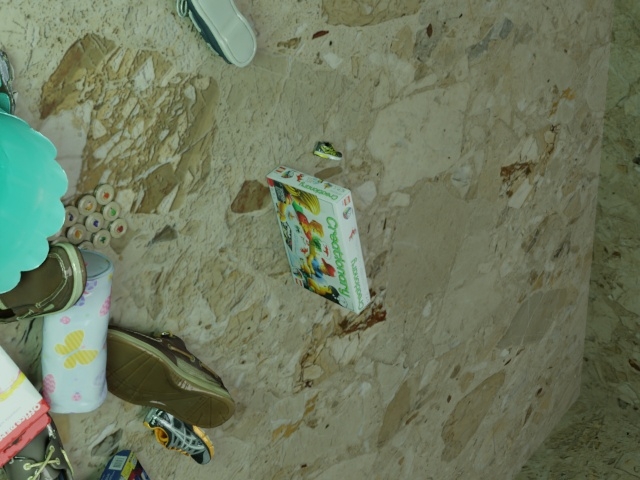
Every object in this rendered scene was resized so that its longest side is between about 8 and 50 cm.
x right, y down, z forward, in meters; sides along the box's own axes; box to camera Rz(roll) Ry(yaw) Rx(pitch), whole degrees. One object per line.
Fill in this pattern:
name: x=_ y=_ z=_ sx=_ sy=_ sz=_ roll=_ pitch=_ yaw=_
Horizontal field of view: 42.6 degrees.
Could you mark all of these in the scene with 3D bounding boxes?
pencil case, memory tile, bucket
pencil case: x=-0.404 y=0.150 z=1.355 sx=0.113 sy=0.124 sz=0.273 roll=2 pitch=115 yaw=-17
memory tile: x=-0.395 y=-0.021 z=1.381 sx=0.148 sy=0.012 sz=0.113 roll=-39 pitch=136 yaw=-32
bucket: x=-0.501 y=-0.066 z=1.080 sx=0.281 sy=0.183 sz=0.281 roll=-28 pitch=129 yaw=-41

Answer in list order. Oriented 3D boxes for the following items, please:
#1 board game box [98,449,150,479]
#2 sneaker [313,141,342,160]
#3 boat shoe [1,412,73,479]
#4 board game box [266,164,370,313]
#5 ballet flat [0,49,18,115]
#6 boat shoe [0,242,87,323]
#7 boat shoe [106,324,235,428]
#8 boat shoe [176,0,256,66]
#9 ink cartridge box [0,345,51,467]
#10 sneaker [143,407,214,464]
board game box: x=-0.394 y=0.543 z=1.600 sx=0.194 sy=0.060 sz=0.194 roll=-71 pitch=154 yaw=-46
sneaker: x=0.021 y=-0.196 z=1.791 sx=0.083 sy=0.031 sz=0.035 roll=1 pitch=107 yaw=-51
boat shoe: x=-0.480 y=0.394 z=1.401 sx=0.116 sy=0.096 sz=0.325 roll=-26 pitch=119 yaw=-42
board game box: x=0.000 y=0.000 z=1.734 sx=0.053 sy=0.193 sz=0.305 roll=-41 pitch=136 yaw=-31
ballet flat: x=-0.453 y=-0.219 z=1.181 sx=0.041 sy=0.041 sz=0.114 roll=-28 pitch=129 yaw=-41
boat shoe: x=-0.431 y=0.076 z=1.205 sx=0.095 sy=0.257 sz=0.095 roll=-15 pitch=81 yaw=-42
boat shoe: x=-0.304 y=0.239 z=1.560 sx=0.123 sy=0.123 sz=0.342 roll=-43 pitch=126 yaw=18
boat shoe: x=-0.188 y=-0.401 z=1.380 sx=0.095 sy=0.079 sz=0.254 roll=-57 pitch=145 yaw=-17
ink cartridge box: x=-0.515 y=0.247 z=1.258 sx=0.134 sy=0.078 sz=0.231 roll=-44 pitch=117 yaw=-28
sneaker: x=-0.292 y=0.396 z=1.681 sx=0.083 sy=0.084 sz=0.215 roll=-46 pitch=129 yaw=-25
